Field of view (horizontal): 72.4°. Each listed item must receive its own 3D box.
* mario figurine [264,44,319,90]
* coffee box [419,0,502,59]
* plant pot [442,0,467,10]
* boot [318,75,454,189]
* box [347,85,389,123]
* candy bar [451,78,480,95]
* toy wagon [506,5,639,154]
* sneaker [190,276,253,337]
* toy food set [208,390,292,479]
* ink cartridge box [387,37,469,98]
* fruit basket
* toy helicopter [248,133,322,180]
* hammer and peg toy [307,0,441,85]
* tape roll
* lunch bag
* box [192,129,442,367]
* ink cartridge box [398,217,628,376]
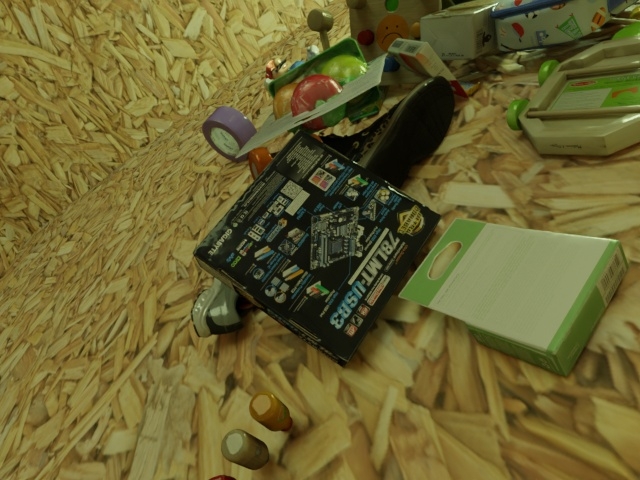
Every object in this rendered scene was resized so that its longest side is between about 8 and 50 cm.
[{"bbox_3d":[-0.112,-0.683,1.738,0.321,0.169,0.198,12,23,42],"label":"mario figurine"},{"bbox_3d":[0.369,-0.511,1.041,0.247,0.098,0.141,-34,38,-30],"label":"coffee box"},{"bbox_3d":[0.432,-0.752,1.251,0.275,0.274,0.293,-34,17,8],"label":"plant pot"},{"bbox_3d":[0.106,-0.221,1.002,0.284,0.138,0.377,17,67,52],"label":"boot"},{"bbox_3d":[0.137,-0.418,1.293,0.105,0.043,0.179,-11,43,35],"label":"box"},{"bbox_3d":[0.335,-0.383,1.076,0.040,0.018,0.161,-37,32,3],"label":"candy bar"},{"bbox_3d":[0.500,-0.275,0.736,0.344,0.068,0.267,-49,34,-17],"label":"toy wagon"},{"bbox_3d":[-0.178,0.097,0.937,0.108,0.100,0.271,-1,39,10],"label":"sneaker"},{"bbox_3d":[-0.068,0.327,0.556,0.111,0.104,0.232,-22,52,2],"label":"toy food set"},{"bbox_3d":[0.251,-0.393,1.029,0.045,0.179,0.145,-46,32,9],"label":"ink cartridge box"},{"bbox_3d":[0.000,-0.302,0.970,0.327,0.165,0.353,-22,31,22],"label":"fruit basket"},{"bbox_3d":[-0.078,-0.077,0.979,0.140,0.234,0.355,-20,4,-19],"label":"toy helicopter"},{"bbox_3d":[0.153,-0.551,1.202,0.362,0.265,0.127,7,26,31],"label":"hammer and peg toy"},{"bbox_3d":[-0.317,-0.374,1.548,0.189,0.189,0.080,2,51,46],"label":"tape roll"},{"bbox_3d":[0.530,-0.504,0.904,0.303,0.114,0.243,-37,27,-18],"label":"lunch bag"},{"bbox_3d":[0.000,0.000,0.723,0.295,0.293,0.073,-54,-10,-20],"label":"box"},{"bbox_3d":[0.244,0.057,0.588,0.171,0.056,0.235,-50,31,-17],"label":"ink cartridge box"}]
